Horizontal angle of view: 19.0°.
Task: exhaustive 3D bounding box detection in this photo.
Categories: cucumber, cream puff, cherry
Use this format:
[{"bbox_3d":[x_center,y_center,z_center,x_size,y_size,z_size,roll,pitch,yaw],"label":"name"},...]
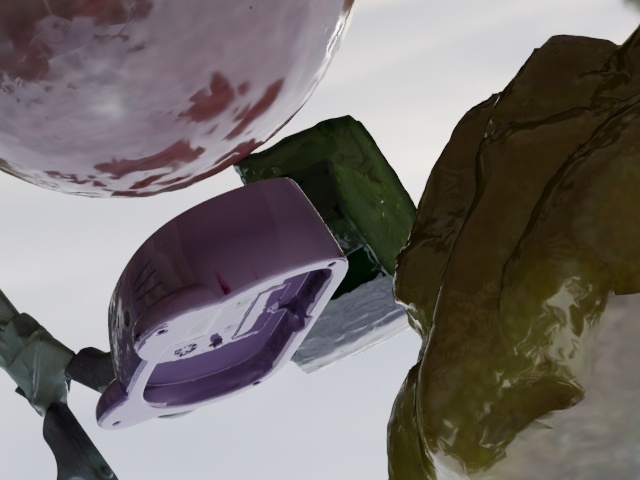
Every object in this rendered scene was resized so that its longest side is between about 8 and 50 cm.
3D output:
[{"bbox_3d":[0.004,0.009,1.488,0.130,0.191,0.191,-30,-169,13],"label":"cucumber"},{"bbox_3d":[0.077,0.006,0.384,0.146,0.146,0.116,-12,-137,1],"label":"cream puff"},{"bbox_3d":[-0.090,-0.145,0.793,0.221,0.261,0.307,-26,172,9],"label":"cherry"}]

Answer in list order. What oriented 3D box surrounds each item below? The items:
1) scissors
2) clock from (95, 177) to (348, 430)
[{"bbox_3d":[-0.257,0.102,1.713,0.383,0.256,0.029,39,-157,31],"label":"scissors"},{"bbox_3d":[-0.057,0.032,0.915,0.110,0.050,0.152,-18,159,-26],"label":"clock"}]
